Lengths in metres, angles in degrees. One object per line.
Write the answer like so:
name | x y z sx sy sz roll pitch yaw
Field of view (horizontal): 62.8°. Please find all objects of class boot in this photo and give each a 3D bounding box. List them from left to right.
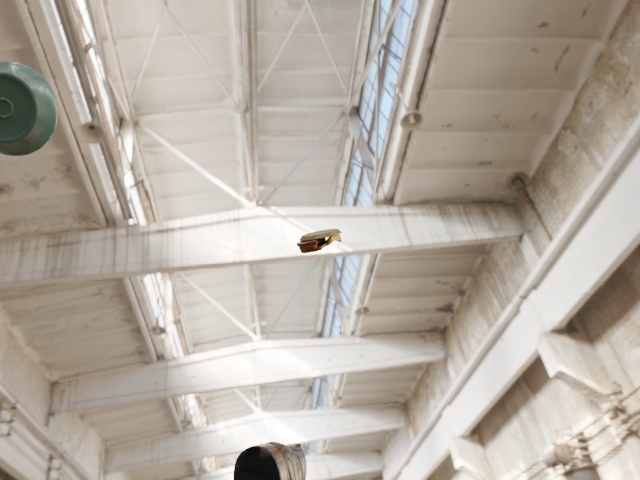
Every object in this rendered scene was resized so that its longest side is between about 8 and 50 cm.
boot | -0.045 0.340 0.595 0.082 0.219 0.106 -3 -11 22

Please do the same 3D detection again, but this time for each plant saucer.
plant saucer | -0.399 -0.168 0.668 0.119 0.021 0.119 0 -81 0

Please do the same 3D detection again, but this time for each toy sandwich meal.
toy sandwich meal | 0.000 0.000 0.933 0.085 0.029 0.085 -11 6 1
